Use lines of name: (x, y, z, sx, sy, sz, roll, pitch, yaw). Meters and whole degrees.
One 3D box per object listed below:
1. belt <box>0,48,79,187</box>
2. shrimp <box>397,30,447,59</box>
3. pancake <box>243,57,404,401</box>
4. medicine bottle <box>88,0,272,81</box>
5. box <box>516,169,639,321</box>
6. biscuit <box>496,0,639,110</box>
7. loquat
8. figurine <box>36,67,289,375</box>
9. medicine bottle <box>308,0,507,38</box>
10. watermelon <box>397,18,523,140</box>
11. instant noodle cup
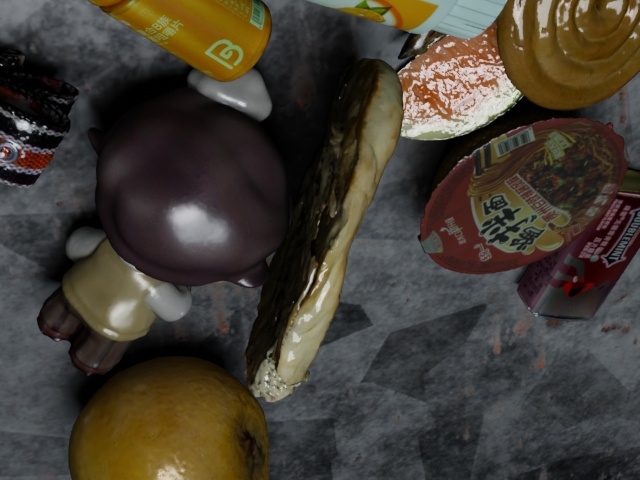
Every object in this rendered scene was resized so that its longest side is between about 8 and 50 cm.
belt: (-0.405, -0.155, 1.181, 0.359, 0.126, 0.094, 17, 122, -33)
shrimp: (0.130, -0.286, 1.331, 0.195, 0.035, 0.148, -40, 135, 12)
pancake: (-0.001, -0.001, 1.336, 0.071, 0.382, 0.382, 18, 127, -5)
medicine bottle: (-0.144, -0.237, 1.225, 0.096, 0.096, 0.192, -44, 133, 20)
box: (0.366, 0.006, 1.687, 0.120, 0.069, 0.224, 7, 127, -27)
biscuit: (0.302, -0.261, 1.374, 0.262, 0.037, 0.262, -17, 126, -25)
loquat: (-0.186, 0.274, 1.579, 0.263, 0.263, 0.263, -11, 135, -12)
figurine: (-0.167, -0.004, 1.377, 0.206, 0.218, 0.365, -20, 156, -39)
medicine bottle: (0.025, -0.295, 1.174, 0.318, 0.158, 0.158, 13, 126, -24)
watermelon: (0.170, -0.189, 1.432, 0.245, 0.063, 0.119, -35, 115, 17)
instant noodle cup: (0.231, -0.078, 1.522, 0.274, 0.090, 0.274, -14, 143, -11)
